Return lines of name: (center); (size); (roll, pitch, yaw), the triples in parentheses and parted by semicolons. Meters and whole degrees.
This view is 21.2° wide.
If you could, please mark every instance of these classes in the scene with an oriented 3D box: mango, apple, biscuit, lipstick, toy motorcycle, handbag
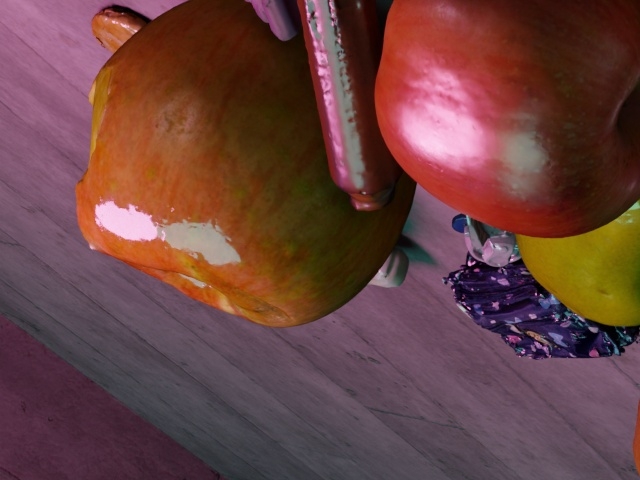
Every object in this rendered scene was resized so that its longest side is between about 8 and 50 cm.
mango: (0.271, -0.026, 1.612); (0.185, 0.149, 0.273); (26, 157, 27)
apple: (-0.071, -0.084, 1.678); (0.340, 0.339, 0.339); (24, 161, 9)
apple: (0.155, -0.129, 1.365); (0.241, 0.242, 0.242); (18, 159, 31)
biscuit: (-0.152, -0.186, 1.945); (0.247, 0.029, 0.118); (31, 161, -10)
lipstick: (0.013, -0.196, 1.407); (0.077, 0.077, 0.418); (16, 137, 30)
toy motorcycle: (0.188, -0.051, 1.761); (0.112, 0.112, 0.254); (20, 158, 20)
handbag: (0.255, 0.063, 1.921); (0.162, 0.113, 0.260); (42, 158, -20)

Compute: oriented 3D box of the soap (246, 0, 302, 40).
soap: (-0.061, -0.274, 1.474); (0.122, 0.065, 0.203); (51, 174, 29)

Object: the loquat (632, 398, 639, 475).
loquat: (0.458, 0.225, 1.906); (0.193, 0.238, 0.238); (12, 168, -24)

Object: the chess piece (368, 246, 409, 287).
chess piece: (0.000, 0.000, 2.086); (0.176, 0.175, 0.298); (18, 172, 26)
